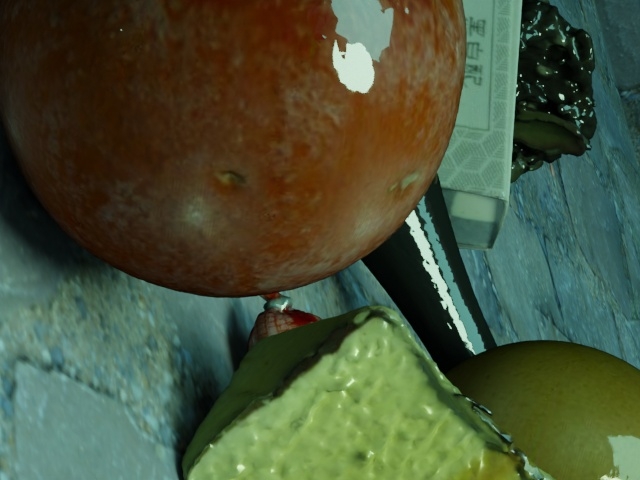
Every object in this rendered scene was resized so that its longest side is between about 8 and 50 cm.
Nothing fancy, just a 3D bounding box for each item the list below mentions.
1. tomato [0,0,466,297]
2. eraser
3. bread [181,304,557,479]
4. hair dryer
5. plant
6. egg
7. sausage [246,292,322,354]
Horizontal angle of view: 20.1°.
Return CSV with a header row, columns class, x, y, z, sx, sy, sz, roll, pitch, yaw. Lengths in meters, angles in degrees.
class,x,y,z,sx,sy,sz,roll,pitch,yaw
tomato,-0.052,-0.087,1.011,0.265,0.265,0.265,55,23,-38
eraser,0.142,-0.187,1.759,0.098,0.096,0.404,99,-2,-57
bread,0.056,0.167,1.130,0.266,0.178,0.142,49,16,-14
hair dryer,0.000,0.000,1.338,0.359,0.120,0.304,-21,87,-61
plant,0.200,-0.164,1.929,0.234,0.204,0.178,-89,157,-64
egg,0.178,0.216,1.363,0.322,0.250,0.250,64,17,-51
sausage,0.005,0.158,1.207,0.074,0.074,0.274,17,56,-68
